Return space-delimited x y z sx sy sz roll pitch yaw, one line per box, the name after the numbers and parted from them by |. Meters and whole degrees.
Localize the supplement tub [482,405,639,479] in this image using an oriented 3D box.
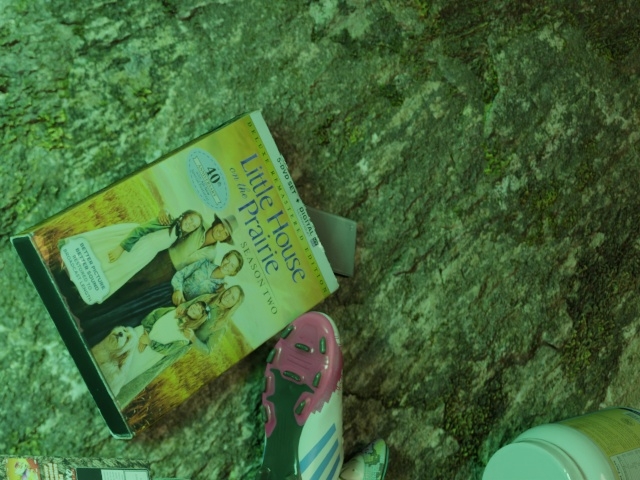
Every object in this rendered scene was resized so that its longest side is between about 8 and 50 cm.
0.468 0.433 1.996 0.331 0.241 0.241 -4 85 -43 | supplement tub

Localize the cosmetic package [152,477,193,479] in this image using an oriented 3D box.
-0.165 0.482 1.489 0.160 0.113 0.309 24 68 -38 | cosmetic package

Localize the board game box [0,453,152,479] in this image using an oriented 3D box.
-0.333 0.378 1.280 0.291 0.141 0.232 12 52 -41 | board game box

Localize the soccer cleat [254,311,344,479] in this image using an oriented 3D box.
-0.019 0.268 1.654 0.143 0.116 0.331 10 92 -56 | soccer cleat

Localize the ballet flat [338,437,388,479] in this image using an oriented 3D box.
0.047 0.403 1.735 0.079 0.077 0.221 22 67 -17 | ballet flat

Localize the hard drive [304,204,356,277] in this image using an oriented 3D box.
0.000 0.000 1.788 0.135 0.022 0.094 16 72 -40 | hard drive

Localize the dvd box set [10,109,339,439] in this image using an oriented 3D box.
-0.183 0.036 1.571 0.420 0.062 0.308 -33 106 -38 | dvd box set
